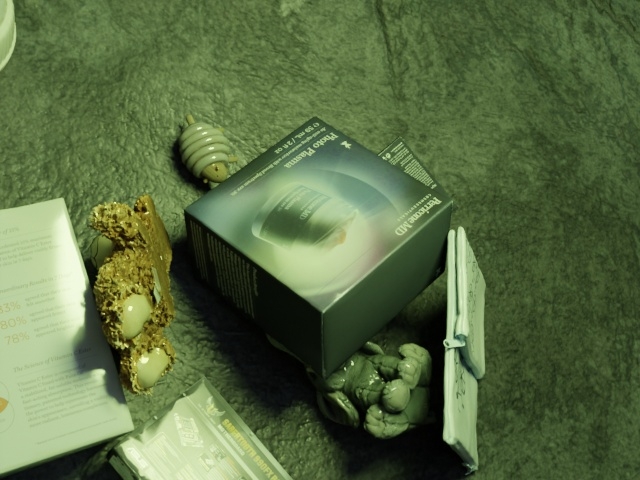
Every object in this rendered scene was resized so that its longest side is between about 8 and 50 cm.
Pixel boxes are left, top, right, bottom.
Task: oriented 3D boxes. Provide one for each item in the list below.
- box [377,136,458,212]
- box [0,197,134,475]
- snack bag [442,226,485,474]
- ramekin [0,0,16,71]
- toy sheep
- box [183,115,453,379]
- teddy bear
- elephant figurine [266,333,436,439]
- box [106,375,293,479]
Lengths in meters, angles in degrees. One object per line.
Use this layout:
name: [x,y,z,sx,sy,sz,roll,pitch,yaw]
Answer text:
box: [0.124,-0.069,1.730,0.093,0.156,0.158,-42,93,-28]
box: [-0.427,0.143,1.414,0.215,0.168,0.345,-15,80,-27]
snack bag: [0.237,0.187,1.631,0.037,0.323,0.342,-1,70,15]
ramekin: [-0.567,-0.345,1.543,0.207,0.109,0.207,8,70,-22]
toy sheep: [-0.190,-0.150,1.662,0.091,0.091,0.132,-20,69,-28]
box: [0.000,0.000,1.571,0.294,0.182,0.296,35,58,26]
teddy bear: [-0.276,0.070,1.436,0.113,0.245,0.338,-17,51,2]
elephant figurine: [0.051,0.216,1.621,0.169,0.240,0.185,-30,127,-53]
box: [-0.168,0.341,1.474,0.231,0.056,0.183,48,53,6]
